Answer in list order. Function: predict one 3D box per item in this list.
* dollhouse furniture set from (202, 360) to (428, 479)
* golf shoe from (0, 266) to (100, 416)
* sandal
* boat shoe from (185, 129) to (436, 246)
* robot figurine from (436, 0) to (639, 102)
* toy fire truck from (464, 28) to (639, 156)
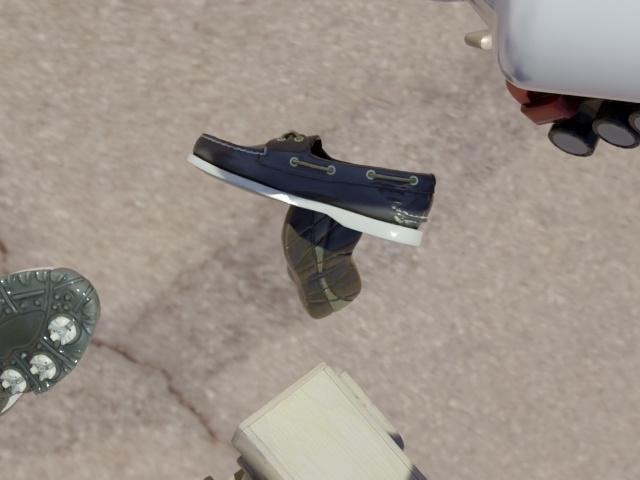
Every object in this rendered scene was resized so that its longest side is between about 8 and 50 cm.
[{"bbox_3d":[-0.005,0.238,1.342,0.212,0.242,0.161,-35,76,-25],"label":"dollhouse furniture set"},{"bbox_3d":[-0.264,0.082,1.303,0.105,0.273,0.120,49,41,-5],"label":"golf shoe"},{"bbox_3d":[0.000,0.000,1.533,0.090,0.060,0.219,-25,148,-9],"label":"sandal"},{"bbox_3d":[-0.008,-0.060,1.345,0.227,0.081,0.069,19,94,12],"label":"boat shoe"},{"bbox_3d":[0.204,-0.159,0.707,0.353,0.300,0.200,7,97,3],"label":"robot figurine"},{"bbox_3d":[0.260,-0.195,1.618,0.246,0.217,0.159,35,71,-22],"label":"toy fire truck"}]
